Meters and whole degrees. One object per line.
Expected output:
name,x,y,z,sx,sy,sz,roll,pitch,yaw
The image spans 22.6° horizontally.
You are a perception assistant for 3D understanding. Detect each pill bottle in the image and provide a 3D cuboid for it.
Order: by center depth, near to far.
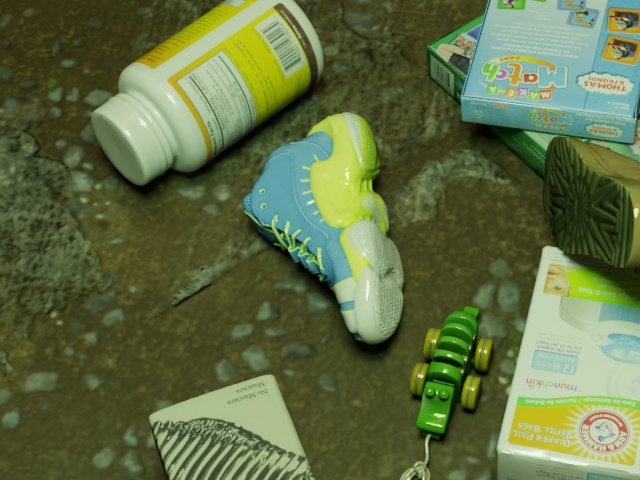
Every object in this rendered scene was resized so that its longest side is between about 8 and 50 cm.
pill bottle,-0.108,-0.144,1.514,0.215,0.117,0.117,-37,57,-22

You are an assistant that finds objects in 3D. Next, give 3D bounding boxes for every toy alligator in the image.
toy alligator,0.102,0.120,1.324,0.056,0.051,0.190,12,54,16

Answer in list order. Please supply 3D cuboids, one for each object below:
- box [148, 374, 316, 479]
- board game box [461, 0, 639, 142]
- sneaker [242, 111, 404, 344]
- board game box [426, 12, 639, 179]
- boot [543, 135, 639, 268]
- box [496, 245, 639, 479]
box,-0.039,0.244,1.212,0.113,0.094,0.275,-19,52,-9
board game box,0.231,-0.190,1.508,0.160,0.039,0.211,9,52,13
sneaker,0.000,0.000,1.424,0.126,0.091,0.240,-17,50,16
board game box,0.281,-0.132,1.511,0.213,0.046,0.317,-30,55,-19
boot,0.334,-0.019,1.277,0.269,0.089,0.236,1,18,-13
box,0.214,0.121,1.279,0.114,0.103,0.203,9,53,14
